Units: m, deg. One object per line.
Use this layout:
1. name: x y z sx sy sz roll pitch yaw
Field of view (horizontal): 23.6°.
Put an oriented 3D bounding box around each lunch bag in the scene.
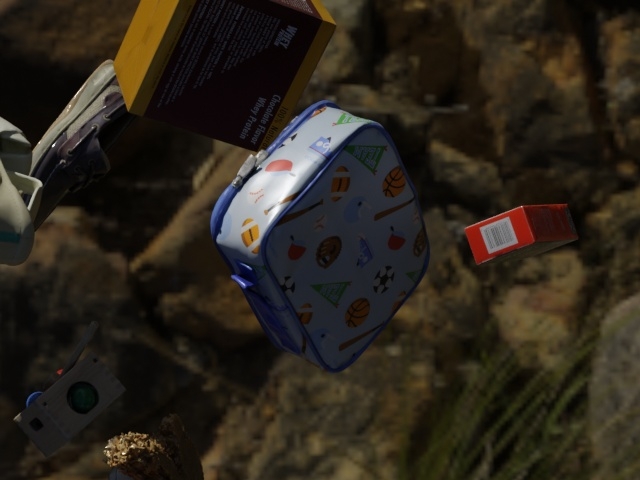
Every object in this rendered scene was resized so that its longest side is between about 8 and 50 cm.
1. lunch bag: 0.000 0.000 1.767 0.115 0.243 0.303 28 157 39

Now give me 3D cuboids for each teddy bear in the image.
1. teddy bear: -0.210 0.355 1.856 0.338 0.113 0.245 -101 -10 -45

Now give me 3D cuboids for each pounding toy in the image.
1. pounding toy: -0.337 0.201 2.071 0.100 0.130 0.141 49 148 -2

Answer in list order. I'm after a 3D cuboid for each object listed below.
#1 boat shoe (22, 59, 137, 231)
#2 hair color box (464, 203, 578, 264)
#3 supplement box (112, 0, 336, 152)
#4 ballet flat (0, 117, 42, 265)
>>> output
1. boat shoe: -0.337 -0.125 2.165 0.285 0.092 0.103 -59 -8 -22
2. hair color box: 0.215 -0.007 1.625 0.072 0.141 0.043 -22 82 28
3. supplement box: -0.118 -0.234 1.848 0.191 0.194 0.129 -62 28 23
4. ballet flat: -0.259 -0.049 1.191 0.248 0.086 0.086 -117 37 -59
